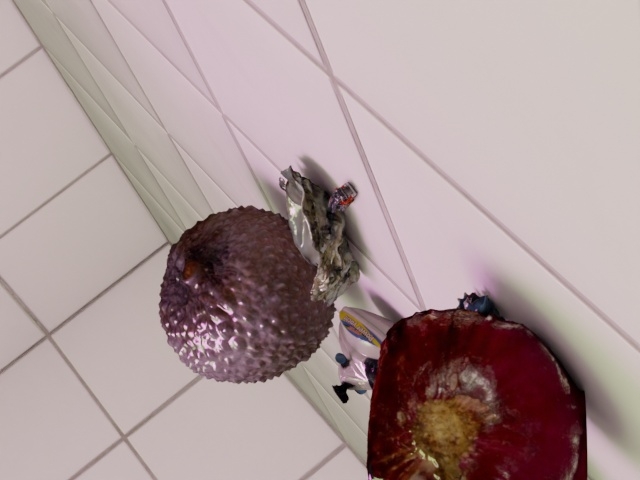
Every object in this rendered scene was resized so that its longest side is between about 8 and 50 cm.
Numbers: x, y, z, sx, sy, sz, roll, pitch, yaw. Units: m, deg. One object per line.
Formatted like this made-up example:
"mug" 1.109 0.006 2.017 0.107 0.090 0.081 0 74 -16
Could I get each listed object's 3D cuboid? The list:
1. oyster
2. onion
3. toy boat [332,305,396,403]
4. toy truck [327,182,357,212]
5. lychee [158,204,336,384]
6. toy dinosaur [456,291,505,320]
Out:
"oyster" -0.003 0.002 1.853 0.252 0.087 0.199 64 176 -25
"onion" 0.165 0.173 1.387 0.216 0.206 0.207 34 -121 -73
"toy boat" 0.104 0.196 1.963 0.269 0.141 0.141 26 156 38
"toy truck" 0.025 -0.052 1.684 0.024 0.032 0.083 55 170 4
"lychee" -0.111 0.094 2.144 0.300 0.300 0.300 50 171 11
"toy dinosaur" 0.168 0.075 1.473 0.047 0.030 0.083 51 171 -6
